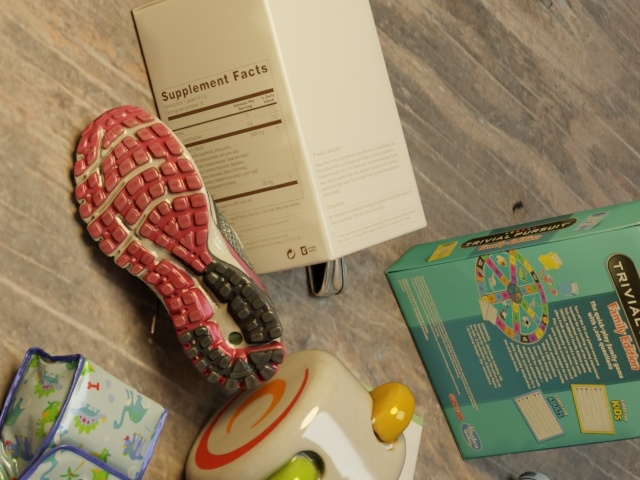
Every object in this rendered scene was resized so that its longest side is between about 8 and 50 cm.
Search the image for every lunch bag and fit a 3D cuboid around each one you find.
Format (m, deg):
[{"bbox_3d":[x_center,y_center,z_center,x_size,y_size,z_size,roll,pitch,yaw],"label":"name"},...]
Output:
[{"bbox_3d":[-0.221,0.189,1.733,0.129,0.096,0.151,39,65,-43],"label":"lunch bag"}]

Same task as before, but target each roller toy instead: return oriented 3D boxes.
[{"bbox_3d":[-0.018,0.214,1.887,0.146,0.191,0.209,48,57,-18],"label":"roller toy"}]

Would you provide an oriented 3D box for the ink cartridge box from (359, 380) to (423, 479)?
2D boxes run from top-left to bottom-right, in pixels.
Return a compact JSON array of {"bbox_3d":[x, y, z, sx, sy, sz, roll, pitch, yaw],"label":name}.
[{"bbox_3d":[0.027,0.269,2.061,0.171,0.056,0.235,35,57,-42],"label":"ink cartridge box"}]

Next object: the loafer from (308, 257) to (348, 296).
[{"bbox_3d":[0.000,0.000,2.112,0.039,0.045,0.125,-15,95,-47],"label":"loafer"}]

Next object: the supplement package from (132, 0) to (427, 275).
[{"bbox_3d":[-0.041,-0.123,1.980,0.177,0.175,0.293,-18,95,-52],"label":"supplement package"}]

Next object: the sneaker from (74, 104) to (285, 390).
[{"bbox_3d":[-0.139,0.009,1.886,0.299,0.120,0.112,61,3,-6],"label":"sneaker"}]

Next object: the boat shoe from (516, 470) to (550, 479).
[{"bbox_3d":[0.277,0.373,2.358,0.183,0.065,0.083,55,43,-17],"label":"boat shoe"}]

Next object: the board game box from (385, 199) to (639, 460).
[{"bbox_3d":[0.270,0.104,2.190,0.079,0.336,0.254,-41,113,-50],"label":"board game box"}]
